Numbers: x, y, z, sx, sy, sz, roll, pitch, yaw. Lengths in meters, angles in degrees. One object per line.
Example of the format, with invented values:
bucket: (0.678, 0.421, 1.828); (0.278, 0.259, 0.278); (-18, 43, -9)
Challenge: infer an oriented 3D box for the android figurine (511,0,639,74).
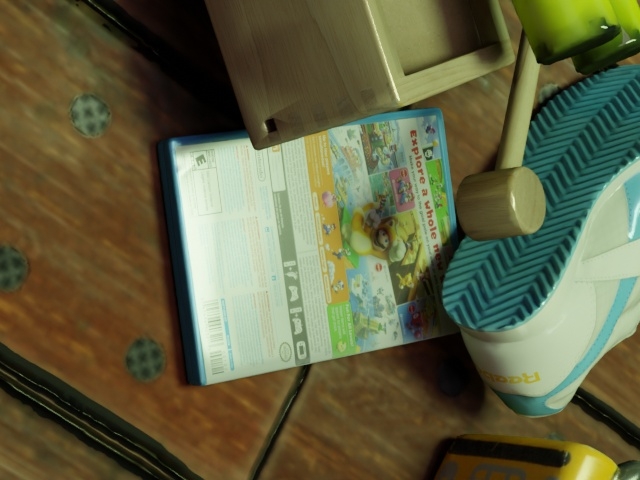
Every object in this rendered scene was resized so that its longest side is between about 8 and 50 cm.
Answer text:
android figurine: (0.088, -0.215, 0.888); (0.248, 0.056, 0.273); (-2, 71, -69)

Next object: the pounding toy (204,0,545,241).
pounding toy: (0.035, -0.091, 0.884); (0.181, 0.094, 0.206); (-26, 100, -57)

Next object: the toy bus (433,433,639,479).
toy bus: (0.193, 0.226, 0.984); (0.333, 0.108, 0.130); (36, 71, -29)

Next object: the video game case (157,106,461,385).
video game case: (0.000, 0.000, 0.913); (0.166, 0.015, 0.119); (-9, 93, -34)

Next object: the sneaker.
sneaker: (0.146, -0.008, 0.982); (0.228, 0.087, 0.092); (-50, 135, -28)
